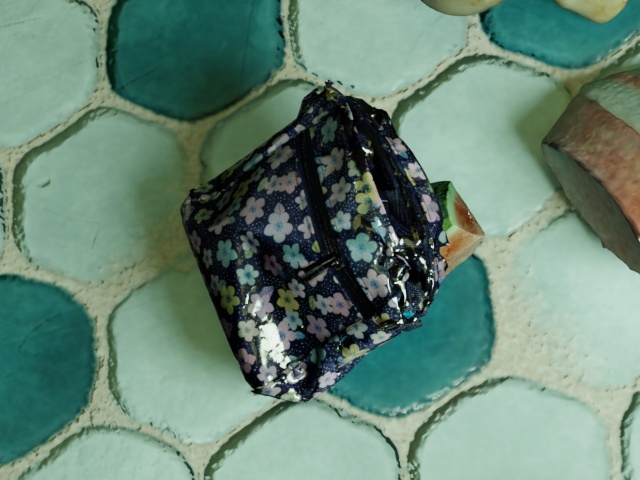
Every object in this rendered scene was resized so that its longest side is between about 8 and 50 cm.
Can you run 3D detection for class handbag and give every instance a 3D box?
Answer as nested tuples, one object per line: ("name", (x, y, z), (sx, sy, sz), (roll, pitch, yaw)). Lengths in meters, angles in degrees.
("handbag", (0.000, 0.000, 1.180), (0.208, 0.127, 0.229), (-34, 66, 28))

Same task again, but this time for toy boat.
("toy boat", (0.339, -0.095, 1.211), (0.282, 0.096, 0.206), (-29, 57, -11))

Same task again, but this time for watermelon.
("watermelon", (0.093, -0.004, 1.231), (0.084, 0.072, 0.092), (-33, 33, 9))

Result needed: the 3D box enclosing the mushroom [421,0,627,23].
("mushroom", (0.173, -0.285, 1.243), (0.209, 0.206, 0.206), (5, 69, -34))
